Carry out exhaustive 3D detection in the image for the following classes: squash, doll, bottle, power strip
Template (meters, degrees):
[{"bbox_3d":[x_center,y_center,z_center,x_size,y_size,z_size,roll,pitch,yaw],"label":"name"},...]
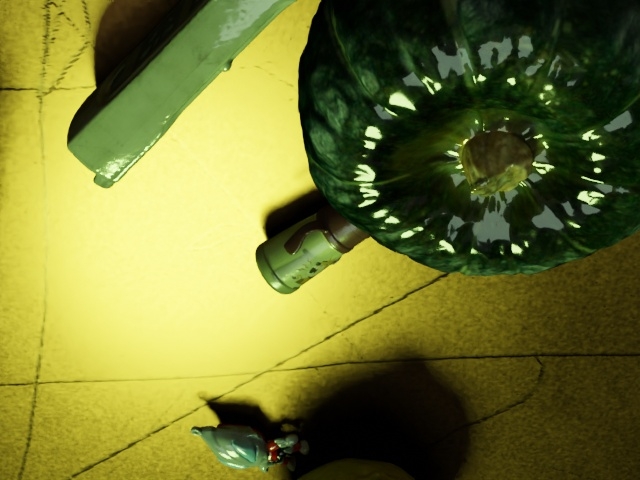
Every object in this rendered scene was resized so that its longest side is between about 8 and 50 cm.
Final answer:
[{"bbox_3d":[0.107,-0.091,0.725,0.252,0.165,0.252,-1,131,-1],"label":"squash"},{"bbox_3d":[-0.068,0.191,1.055,0.114,0.039,0.057,17,164,-25],"label":"doll"},{"bbox_3d":[0.000,0.001,0.885,0.101,0.063,0.047,-32,94,23],"label":"bottle"},{"bbox_3d":[-0.067,-0.142,0.746,0.048,0.080,0.286,38,121,-24],"label":"power strip"}]

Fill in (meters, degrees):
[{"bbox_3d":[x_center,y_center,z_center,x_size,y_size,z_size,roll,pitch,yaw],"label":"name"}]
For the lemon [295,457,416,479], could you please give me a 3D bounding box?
[{"bbox_3d":[0.027,0.290,1.043,0.184,0.184,0.248,10,126,-6],"label":"lemon"}]
